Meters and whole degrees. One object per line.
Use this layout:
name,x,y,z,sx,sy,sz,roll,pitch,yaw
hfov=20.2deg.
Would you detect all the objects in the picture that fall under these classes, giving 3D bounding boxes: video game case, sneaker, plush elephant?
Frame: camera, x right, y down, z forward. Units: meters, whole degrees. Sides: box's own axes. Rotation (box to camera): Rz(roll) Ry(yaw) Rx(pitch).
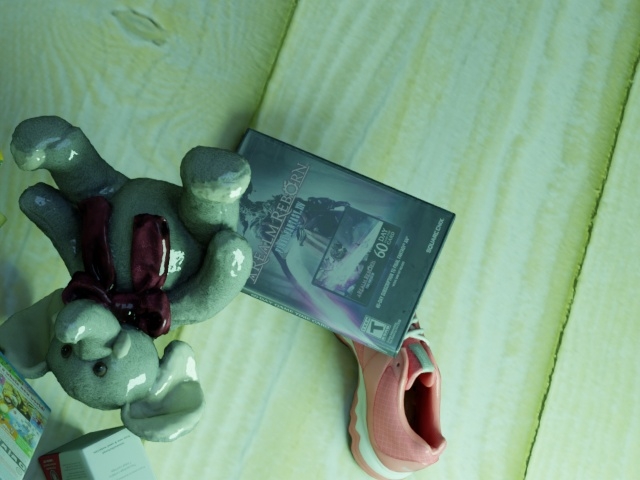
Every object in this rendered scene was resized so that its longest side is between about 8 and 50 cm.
video game case,0.000,0.000,2.130,0.274,0.026,0.196,23,67,3
sneaker,0.095,0.129,2.158,0.116,0.136,0.314,-8,84,-31
plush elephant,-0.217,0.061,1.910,0.271,0.330,0.255,14,62,15
video game case,-0.336,0.182,1.833,0.119,0.015,0.166,52,24,-20

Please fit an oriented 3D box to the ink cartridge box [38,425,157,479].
ink cartridge box,-0.223,0.297,1.951,0.072,0.127,0.175,-24,93,-32

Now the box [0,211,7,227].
box,-0.448,-0.076,1.927,0.232,0.087,0.058,44,65,-16

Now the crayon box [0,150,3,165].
crayon box,-0.509,-0.220,1.773,0.313,0.106,0.363,9,51,-55
